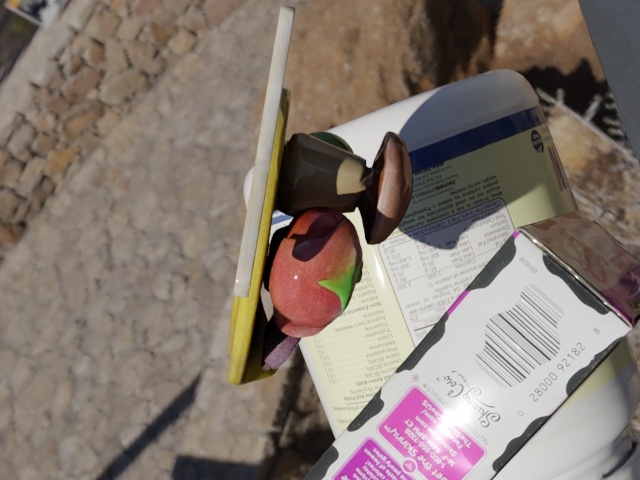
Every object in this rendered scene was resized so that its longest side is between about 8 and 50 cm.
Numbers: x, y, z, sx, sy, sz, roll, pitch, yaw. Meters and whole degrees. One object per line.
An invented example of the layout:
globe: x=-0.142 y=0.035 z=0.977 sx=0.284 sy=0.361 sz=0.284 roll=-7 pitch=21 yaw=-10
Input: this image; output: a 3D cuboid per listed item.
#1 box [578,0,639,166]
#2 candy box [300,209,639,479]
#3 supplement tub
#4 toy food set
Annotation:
box: x=0.174 y=-0.159 z=0.383 sx=0.165 sy=0.270 sz=0.143 roll=-29 pitch=10 yaw=-29
candy box: x=0.072 y=0.094 z=0.587 sx=0.071 sy=0.159 sz=0.233 roll=42 pitch=108 yaw=14
supplement tub: x=0.100 y=0.058 z=0.843 sx=0.235 sy=0.235 sz=0.325 roll=-19 pitch=93 yaw=40
toy food set: x=0.000 y=0.000 z=0.517 sx=0.218 sy=0.071 sz=0.128 roll=109 pitch=170 yaw=-72
